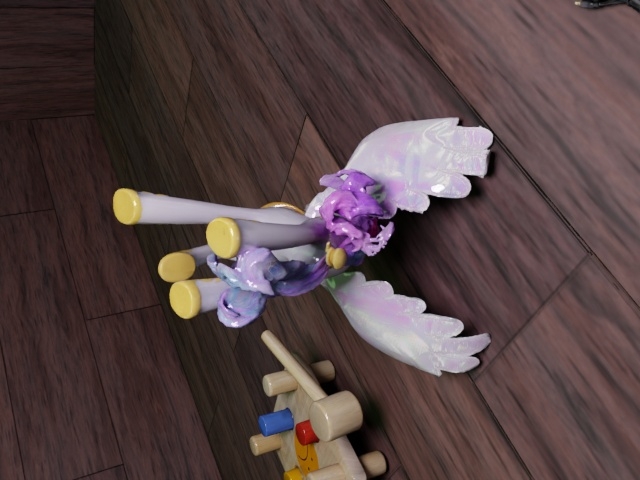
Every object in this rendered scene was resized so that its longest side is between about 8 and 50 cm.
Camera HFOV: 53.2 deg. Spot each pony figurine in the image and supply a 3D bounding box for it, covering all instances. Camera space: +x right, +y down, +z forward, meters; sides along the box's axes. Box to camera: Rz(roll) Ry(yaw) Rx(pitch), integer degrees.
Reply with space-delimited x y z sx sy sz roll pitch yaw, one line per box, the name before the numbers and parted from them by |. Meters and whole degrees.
pony figurine | 0.000 0.000 0.748 0.351 0.363 0.302 15 106 43

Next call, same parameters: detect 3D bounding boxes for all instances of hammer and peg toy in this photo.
hammer and peg toy | -0.006 0.310 1.040 0.266 0.127 0.361 57 145 40

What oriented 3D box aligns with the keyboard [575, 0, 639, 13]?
keyboard | 0.267 -0.223 0.422 0.317 0.033 0.201 55 145 40
